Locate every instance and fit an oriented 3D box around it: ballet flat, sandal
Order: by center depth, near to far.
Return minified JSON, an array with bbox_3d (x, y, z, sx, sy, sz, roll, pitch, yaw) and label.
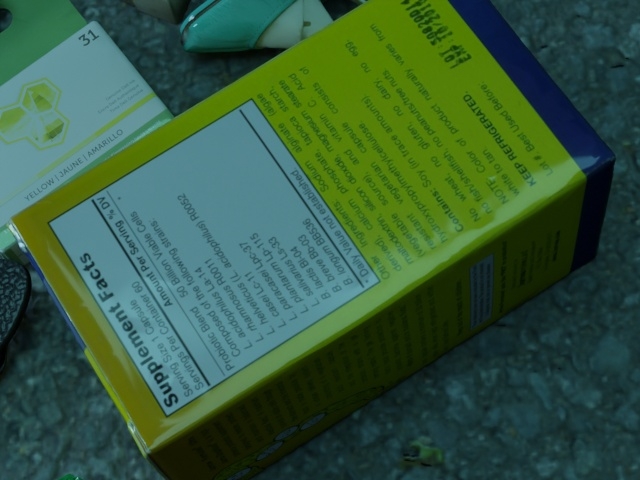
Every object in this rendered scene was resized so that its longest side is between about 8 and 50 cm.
[{"bbox_3d":[-0.271,0.095,1.135,0.067,0.040,0.179,25,88,20],"label":"sandal"},{"bbox_3d":[0.007,-0.205,1.193,0.247,0.083,0.087,-37,84,-6],"label":"ballet flat"}]

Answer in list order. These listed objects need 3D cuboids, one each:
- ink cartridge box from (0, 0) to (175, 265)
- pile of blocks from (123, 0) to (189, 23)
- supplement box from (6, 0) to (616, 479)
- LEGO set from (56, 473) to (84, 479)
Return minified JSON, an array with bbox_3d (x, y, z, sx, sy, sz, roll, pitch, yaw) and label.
[{"bbox_3d":[-0.240,-0.116,1.199,0.171,0.056,0.235,-36,72,-7],"label":"ink cartridge box"},{"bbox_3d":[-0.177,-0.358,1.251,0.149,0.112,0.362,-25,69,-3],"label":"pile of blocks"},{"bbox_3d":[0.000,0.000,1.053,0.356,0.195,0.194,-32,69,-7],"label":"supplement box"},{"bbox_3d":[-0.191,0.325,0.986,0.331,0.192,0.255,-36,50,7],"label":"LEGO set"}]
